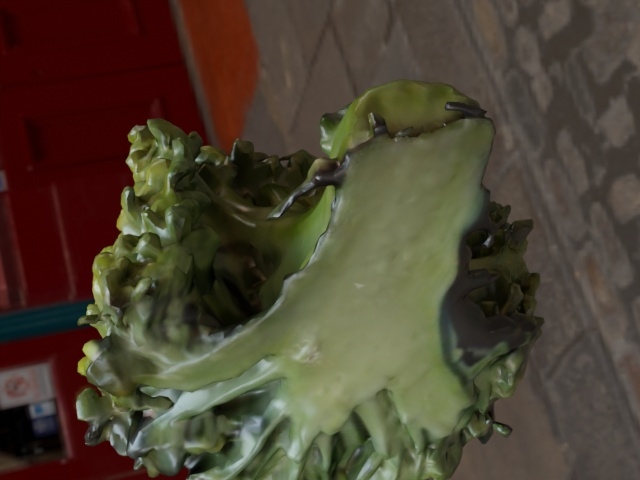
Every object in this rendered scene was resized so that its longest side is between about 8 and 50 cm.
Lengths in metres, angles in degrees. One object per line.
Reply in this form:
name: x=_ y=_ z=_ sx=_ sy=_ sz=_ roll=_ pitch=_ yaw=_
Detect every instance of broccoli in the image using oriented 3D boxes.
broccoli: x=-0.005 y=0.000 z=0.613 sx=0.180 sy=0.243 sz=0.273 roll=-111 pitch=26 yaw=-48
